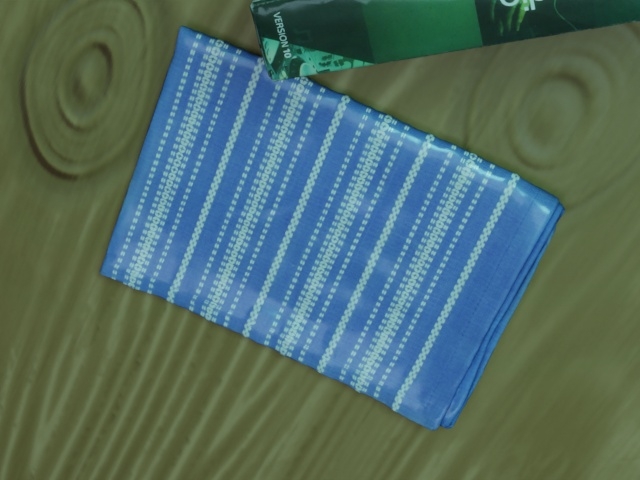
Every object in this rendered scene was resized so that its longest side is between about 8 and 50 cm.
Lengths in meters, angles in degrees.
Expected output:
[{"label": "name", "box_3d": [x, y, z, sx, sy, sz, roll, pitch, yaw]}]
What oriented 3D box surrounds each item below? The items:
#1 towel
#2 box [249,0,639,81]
[{"label": "towel", "box_3d": [0.000, 0.000, 0.982, 0.336, 0.040, 0.243, 25, 118, 2]}, {"label": "box", "box_3d": [0.138, -0.187, 0.747, 0.322, 0.232, 0.058, -8, 117, 18]}]
